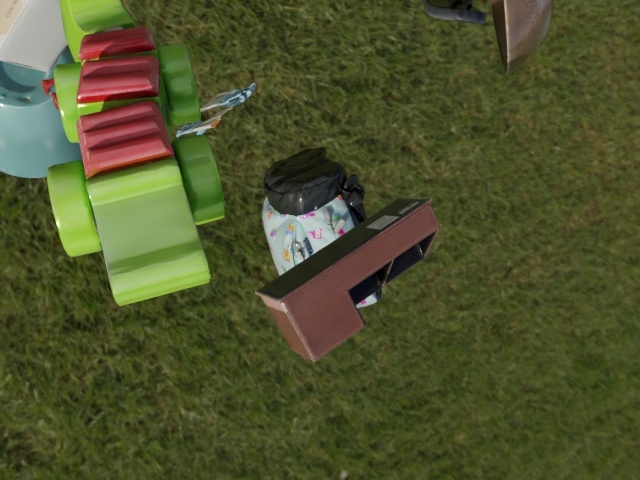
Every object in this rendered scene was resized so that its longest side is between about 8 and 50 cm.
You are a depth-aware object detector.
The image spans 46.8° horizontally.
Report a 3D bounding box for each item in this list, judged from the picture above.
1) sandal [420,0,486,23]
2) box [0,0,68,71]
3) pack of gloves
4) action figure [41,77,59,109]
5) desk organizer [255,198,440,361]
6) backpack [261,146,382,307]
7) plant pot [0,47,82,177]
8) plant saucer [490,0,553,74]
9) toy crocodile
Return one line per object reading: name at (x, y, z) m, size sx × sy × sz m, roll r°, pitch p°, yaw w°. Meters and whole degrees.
sandal at (0.234, -0.457, 1.382) m, size 0.097 × 0.254 × 0.055 m, roll 1°, pitch 121°, yaw -15°
box at (-0.522, -0.425, 1.169) m, size 0.148 × 0.311 × 0.121 m, roll -50°, pitch 164°, yaw 17°
pack of gloves at (-0.261, -0.321, 1.900) m, size 0.195 × 0.232 × 0.046 m, roll -47°, pitch 116°, yaw -26°
action figure at (-0.226, -0.170, 0.766) m, size 0.115 × 0.038 × 0.030 m, roll -30°, pitch 149°, yaw -24°
desk organizer at (0.027, 0.024, 0.513) m, size 0.130 × 0.047 × 0.050 m, roll -33°, pitch 106°, yaw -19°
backpack at (0.000, 0.000, 0.836) m, size 0.115 × 0.152 × 0.182 m, roll -19°, pitch 113°, yaw -3°
plant pot at (-0.637, -0.317, 1.610) m, size 0.293 × 0.293 × 0.235 m, roll -21°, pitch 168°, yaw -20°
plant saucer at (0.173, -0.312, 0.682) m, size 0.050 × 0.311 × 0.311 m, roll -7°, pitch 126°, yaw 13°
toy crocodile at (-0.145, -0.089, 0.555) m, size 0.115 × 0.341 × 0.105 m, roll -11°, pitch 136°, yaw -9°
